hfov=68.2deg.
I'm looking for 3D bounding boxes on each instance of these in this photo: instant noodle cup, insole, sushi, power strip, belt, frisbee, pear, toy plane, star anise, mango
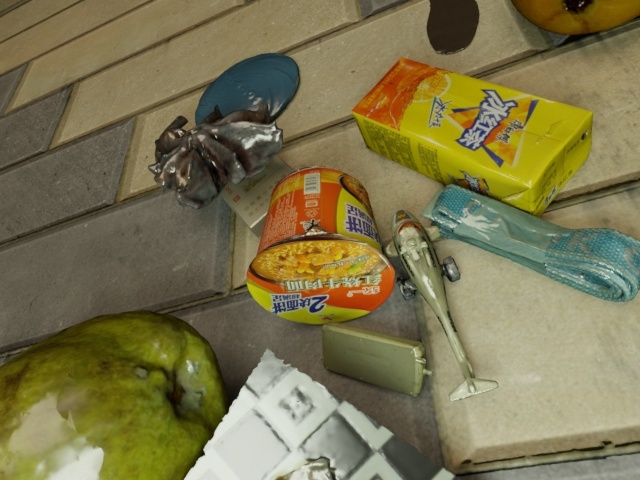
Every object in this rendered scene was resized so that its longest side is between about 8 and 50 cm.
[{"bbox_3d":[0.000,0.000,0.722,0.214,0.213,0.174,-16,46,17],"label":"instant noodle cup"},{"bbox_3d":[0.285,-0.519,1.044,0.111,0.007,0.327,-10,55,19],"label":"insole"},{"bbox_3d":[-0.016,0.347,0.518,0.320,0.069,0.339,32,79,0],"label":"sushi"},{"bbox_3d":[0.076,0.163,0.654,0.169,0.028,0.076,8,106,33],"label":"power strip"},{"bbox_3d":[0.280,-0.008,0.652,0.303,0.087,0.072,25,75,36],"label":"belt"},{"bbox_3d":[-0.189,-0.365,1.148,0.290,0.049,0.289,-13,55,19],"label":"frisbee"},{"bbox_3d":[-0.298,0.275,0.594,0.413,0.352,0.351,-38,49,17],"label":"pear"},{"bbox_3d":[0.158,0.074,0.657,0.092,0.108,0.286,-22,64,10],"label":"toy plane"},{"bbox_3d":[-0.205,-0.167,0.914,0.316,0.139,0.359,-5,41,15],"label":"star anise"},{"bbox_3d":[0.457,-0.511,0.824,0.264,0.221,0.377,-10,45,26],"label":"mango"}]

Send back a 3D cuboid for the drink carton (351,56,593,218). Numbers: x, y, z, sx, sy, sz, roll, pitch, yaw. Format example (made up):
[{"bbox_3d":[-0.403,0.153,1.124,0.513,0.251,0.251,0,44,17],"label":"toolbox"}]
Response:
[{"bbox_3d":[0.230,-0.174,0.777,0.154,0.111,0.351,-48,52,-8],"label":"drink carton"}]

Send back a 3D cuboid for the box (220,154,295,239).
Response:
[{"bbox_3d":[-0.120,-0.105,0.935,0.141,0.058,0.201,-43,51,-5],"label":"box"}]
